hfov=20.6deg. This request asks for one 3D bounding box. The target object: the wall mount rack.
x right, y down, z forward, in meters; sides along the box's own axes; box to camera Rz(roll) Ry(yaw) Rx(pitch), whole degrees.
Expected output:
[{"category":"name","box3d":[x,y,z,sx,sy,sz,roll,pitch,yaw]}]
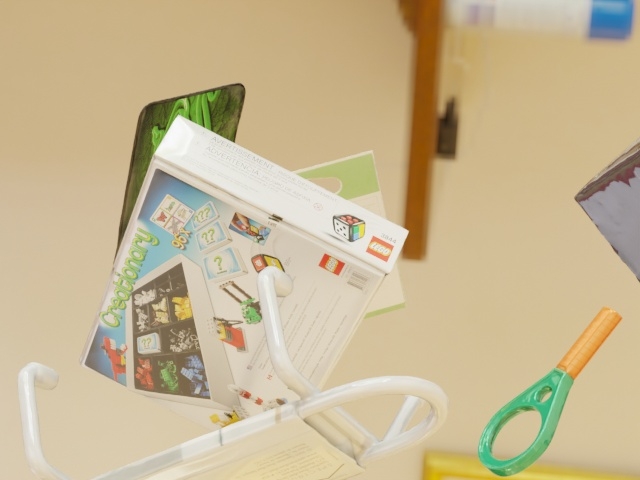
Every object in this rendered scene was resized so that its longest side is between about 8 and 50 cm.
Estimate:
[{"category":"wall mount rack","box3d":[-0.057,0.148,1.337,0.304,0.350,0.130,44,28,-54]}]

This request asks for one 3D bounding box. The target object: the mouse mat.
[{"category":"mouse mat","box3d":[-0.143,-0.065,1.792,0.152,0.007,0.190,-19,130,-46]}]

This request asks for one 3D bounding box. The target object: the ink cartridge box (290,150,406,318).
[{"category":"ink cartridge box","box3d":[0.000,0.000,2.125,0.056,0.171,0.235,-111,-174,-58]}]

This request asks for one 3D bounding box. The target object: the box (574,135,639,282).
[{"category":"box","box3d":[0.672,-0.150,2.323,0.480,0.297,0.472,-39,178,-25]}]

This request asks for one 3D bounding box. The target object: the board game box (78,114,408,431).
[{"category":"board game box","box3d":[-0.071,0.050,1.393,0.053,0.193,0.305,-63,-179,-38]}]

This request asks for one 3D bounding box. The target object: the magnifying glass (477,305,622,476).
[{"category":"magnifying glass","box3d":[0.262,0.170,1.987,0.231,0.026,0.092,-52,-151,-8]}]
